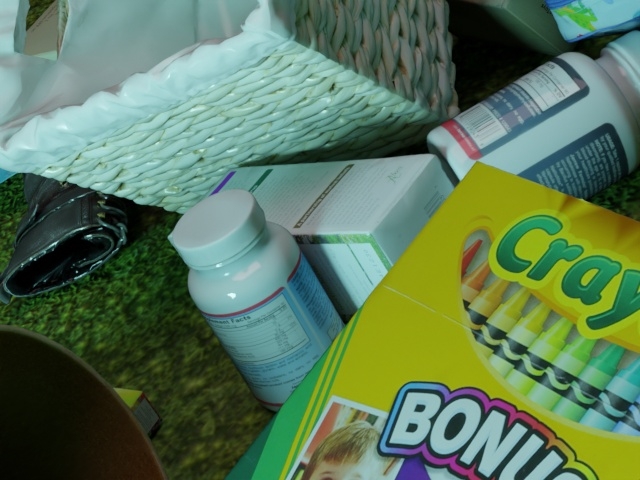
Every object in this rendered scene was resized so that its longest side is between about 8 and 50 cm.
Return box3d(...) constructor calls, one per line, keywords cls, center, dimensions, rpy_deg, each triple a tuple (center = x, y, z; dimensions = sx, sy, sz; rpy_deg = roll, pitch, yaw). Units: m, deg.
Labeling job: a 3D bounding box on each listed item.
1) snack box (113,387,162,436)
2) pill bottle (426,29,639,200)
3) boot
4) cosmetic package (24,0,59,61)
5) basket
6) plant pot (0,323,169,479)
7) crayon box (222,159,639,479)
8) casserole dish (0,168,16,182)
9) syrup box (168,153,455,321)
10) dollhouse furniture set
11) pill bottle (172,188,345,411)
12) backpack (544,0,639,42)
box3d(cls="snack box", center=(-0.207, 0.159, 1.132), dimensions=(0.141, 0.037, 0.100), rpy_deg=(2, 42, 41))
box3d(cls="pill bottle", center=(0.183, -0.080, 1.093), dimensions=(0.180, 0.108, 0.108), rpy_deg=(-30, 31, -2))
box3d(cls="boot", center=(-0.203, -0.058, 1.408), dimensions=(0.263, 0.091, 0.229), rpy_deg=(-34, 30, 12))
box3d(cls="cosmetic package", center=(-0.187, -0.220, 1.597), dimensions=(0.310, 0.113, 0.160), rpy_deg=(-8, 37, 33))
box3d(cls="basket", center=(-0.089, -0.218, 1.232), dimensions=(0.331, 0.266, 0.328), rpy_deg=(-19, 63, 34))
box3d(cls="plant pot", center=(-0.262, 0.215, 0.943), dimensions=(0.254, 0.237, 0.237), rpy_deg=(-31, 28, 24))
box3d(cls="crayon box", center=(0.119, 0.144, 0.751), dimensions=(0.313, 0.106, 0.363), rpy_deg=(-52, 36, -7))
box3d(cls="casserole dish", center=(-0.357, -0.099, 1.595), dimensions=(0.114, 0.037, 0.188), rpy_deg=(-39, 20, -21))
box3d(cls="syrup box", center=(0.000, 0.000, 1.122), dimensions=(0.237, 0.093, 0.096), rpy_deg=(0, 41, 47))
box3d(cls="dollhouse furniture set", center=(0.197, -0.307, 1.320), dimensions=(0.161, 0.212, 0.242), rpy_deg=(22, 84, 51))
box3d(cls="pill bottle", center=(-0.042, 0.044, 1.045), dimensions=(0.087, 0.160, 0.087), rpy_deg=(-21, 32, 13))
box3d(cls="backpack", center=(0.311, -0.288, 1.121), dimensions=(0.356, 0.273, 0.290), rpy_deg=(1, 2, -23))
